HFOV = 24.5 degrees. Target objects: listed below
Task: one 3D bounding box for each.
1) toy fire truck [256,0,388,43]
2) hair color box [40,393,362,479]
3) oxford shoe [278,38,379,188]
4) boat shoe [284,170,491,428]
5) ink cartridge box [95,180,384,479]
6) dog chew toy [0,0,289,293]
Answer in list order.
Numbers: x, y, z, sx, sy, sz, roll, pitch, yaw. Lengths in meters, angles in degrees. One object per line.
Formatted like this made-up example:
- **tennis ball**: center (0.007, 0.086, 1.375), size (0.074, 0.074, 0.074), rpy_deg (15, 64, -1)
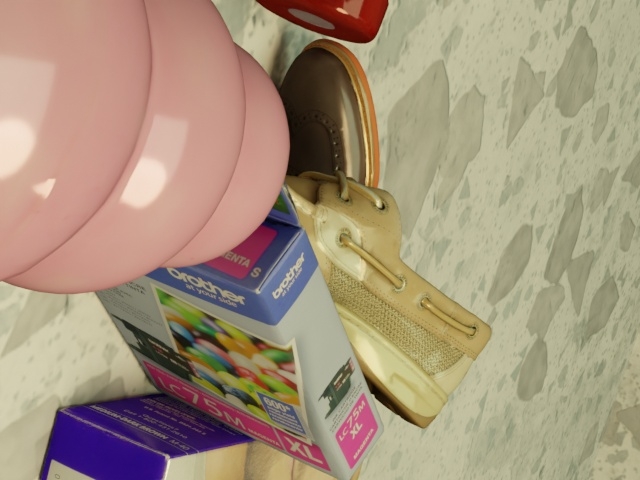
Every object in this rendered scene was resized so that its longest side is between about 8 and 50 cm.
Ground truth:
- **toy fire truck**: center (0.066, -0.226, 0.987), size (0.302, 0.254, 0.169), rpy_deg (28, 83, -64)
- **hair color box**: center (-0.091, 0.221, 1.176), size (0.339, 0.110, 0.185), rpy_deg (0, 107, -64)
- **oxford shoe**: center (-0.026, -0.022, 1.145), size (0.098, 0.097, 0.271), rpy_deg (-16, 122, -51)
- **boat shoe**: center (0.000, 0.000, 1.070), size (0.110, 0.122, 0.341), rpy_deg (-48, 125, -6)
- **ink cartridge box**: center (-0.074, 0.039, 0.985), size (0.065, 0.186, 0.311), rpy_deg (-54, 149, -25)
- **dog chew toy**: center (-0.132, -0.066, 0.700), size (0.332, 0.207, 0.206), rpy_deg (15, 95, -58)
